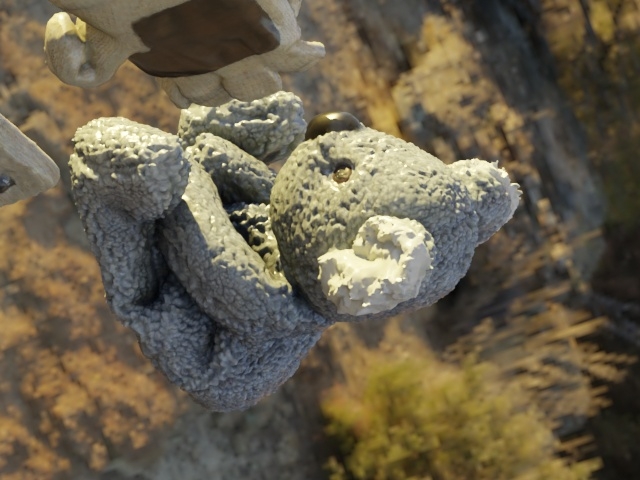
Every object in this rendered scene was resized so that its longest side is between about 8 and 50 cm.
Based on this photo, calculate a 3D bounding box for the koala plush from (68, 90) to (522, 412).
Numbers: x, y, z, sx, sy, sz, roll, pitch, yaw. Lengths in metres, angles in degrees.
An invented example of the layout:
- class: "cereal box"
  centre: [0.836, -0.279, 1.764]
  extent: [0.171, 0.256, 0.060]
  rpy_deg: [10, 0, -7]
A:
- class: "koala plush"
  centre: [0.000, 0.000, 0.924]
  extent: [0.196, 0.221, 0.203]
  rpy_deg: [-28, 108, -60]

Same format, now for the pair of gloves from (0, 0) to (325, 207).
- class: "pair of gloves"
  centre: [-0.127, -0.086, 0.649]
  extent: [0.204, 0.240, 0.042]
  rpy_deg: [32, 41, -60]
